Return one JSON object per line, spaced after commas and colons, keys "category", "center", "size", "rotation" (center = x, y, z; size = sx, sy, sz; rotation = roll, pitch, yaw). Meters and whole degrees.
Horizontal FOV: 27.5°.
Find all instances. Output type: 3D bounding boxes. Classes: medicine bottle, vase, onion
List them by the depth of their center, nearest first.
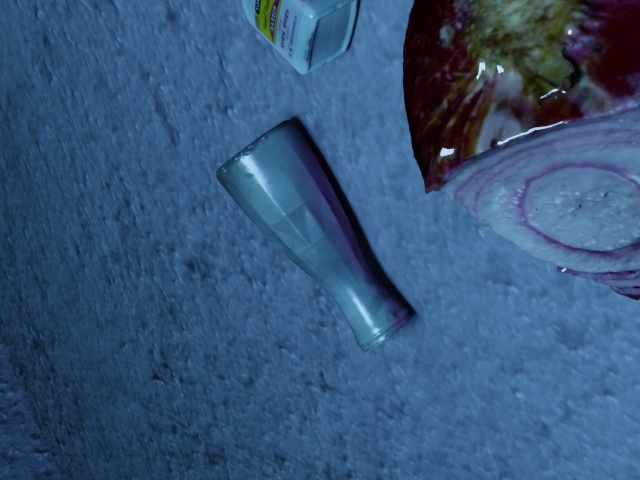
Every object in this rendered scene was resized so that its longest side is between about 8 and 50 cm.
{"category": "onion", "center": [0.172, -0.103, 0.662], "size": [0.206, 0.216, 0.207], "rotation": [-22, 60, 33]}
{"category": "medicine bottle", "center": [-0.028, -0.199, 1.043], "size": [0.118, 0.055, 0.074], "rotation": [48, 154, 20]}
{"category": "vase", "center": [0.000, 0.000, 1.186], "size": [0.214, 0.086, 0.086], "rotation": [54, 154, -3]}
